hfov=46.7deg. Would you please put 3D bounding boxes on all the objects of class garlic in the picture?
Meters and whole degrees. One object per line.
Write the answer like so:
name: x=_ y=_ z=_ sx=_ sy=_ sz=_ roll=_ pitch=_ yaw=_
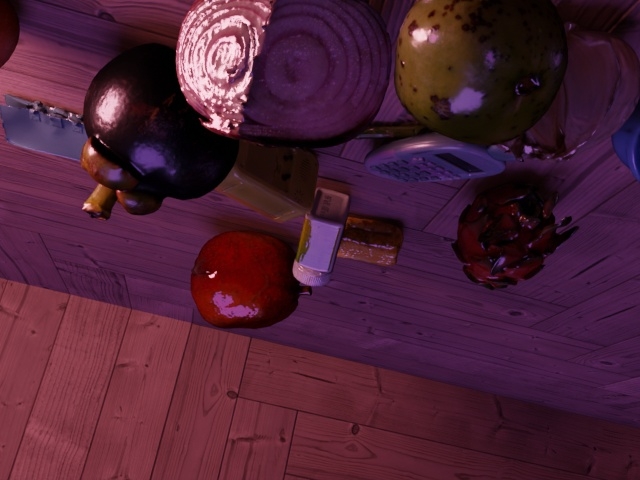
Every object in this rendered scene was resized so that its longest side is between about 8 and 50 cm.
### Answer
garlic: x=0.327 y=-0.189 z=0.997 sx=0.143 sy=0.177 sz=0.230 roll=0 pitch=-177 yaw=-41

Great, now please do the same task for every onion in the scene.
onion: x=-0.054 y=-0.242 z=1.002 sx=0.256 sy=0.272 sz=0.230 roll=35 pitch=176 yaw=-34

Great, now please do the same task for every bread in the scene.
bread: x=0.084 y=-0.006 z=1.704 sx=0.211 sy=0.083 sz=0.114 roll=10 pitch=154 yaw=6

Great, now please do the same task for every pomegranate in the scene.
pomegranate: x=0.181 y=-0.232 z=0.918 sx=0.214 sy=0.214 sz=0.248 roll=26 pitch=-162 yaw=-33

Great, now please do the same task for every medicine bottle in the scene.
medicine bottle: x=0.000 y=0.000 z=1.587 sx=0.088 sy=0.132 sz=0.188 roll=15 pitch=124 yaw=0

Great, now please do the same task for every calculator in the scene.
calculator: x=0.213 y=-0.144 z=1.297 sx=0.299 sy=0.041 sz=0.186 roll=-6 pitch=165 yaw=41

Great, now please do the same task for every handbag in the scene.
handbag: x=-0.534 y=-0.225 z=1.518 sx=0.221 sy=0.057 sz=0.144 roll=16 pitch=155 yaw=-11

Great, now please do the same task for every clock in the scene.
clock: x=-0.106 y=-0.132 z=1.395 sx=0.202 sy=0.143 sz=0.096 roll=28 pitch=147 yaw=-35

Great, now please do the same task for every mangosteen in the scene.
mangosteen: x=-0.278 y=-0.157 z=1.206 sx=0.275 sy=0.302 sz=0.275 roll=36 pitch=169 yaw=8

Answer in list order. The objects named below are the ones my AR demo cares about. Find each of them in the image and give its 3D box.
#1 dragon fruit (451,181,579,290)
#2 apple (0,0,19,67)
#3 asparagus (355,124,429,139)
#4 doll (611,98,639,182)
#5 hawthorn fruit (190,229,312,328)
dragon fruit: x=0.356 y=-0.017 z=1.391 sx=0.193 sy=0.193 sz=0.274 roll=13 pitch=135 yaw=-12
apple: x=-0.572 y=-0.323 z=1.128 sx=0.201 sy=0.162 sz=0.201 roll=12 pitch=159 yaw=5
asparagus: x=0.081 y=-0.190 z=1.309 sx=0.236 sy=0.027 sz=0.034 roll=2 pitch=169 yaw=25
doll: x=0.516 y=-0.117 z=1.004 sx=0.177 sy=0.141 sz=0.314 roll=6 pitch=-159 yaw=-26
hawthorn fruit: x=-0.171 y=0.103 z=1.885 sx=0.308 sy=0.265 sz=0.265 roll=3 pitch=158 yaw=9
